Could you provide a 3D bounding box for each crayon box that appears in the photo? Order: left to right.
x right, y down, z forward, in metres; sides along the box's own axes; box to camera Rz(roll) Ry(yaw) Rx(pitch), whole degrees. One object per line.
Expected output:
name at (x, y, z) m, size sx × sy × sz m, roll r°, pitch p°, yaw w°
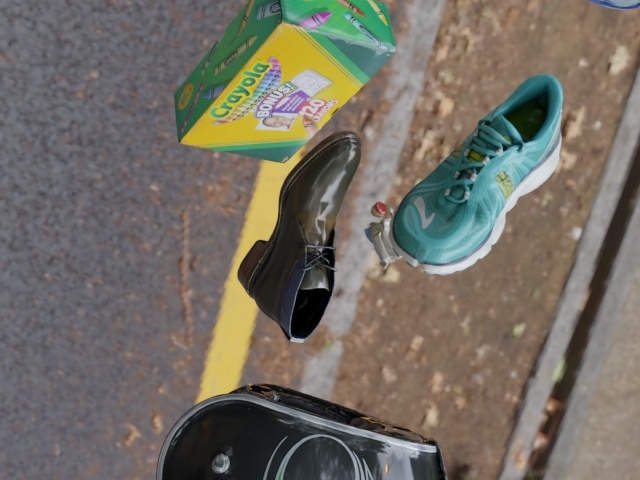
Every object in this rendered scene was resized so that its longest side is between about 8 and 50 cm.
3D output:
crayon box at (-0.052, -0.211, 1.543) m, size 0.165 × 0.081 × 0.278 m, roll 9°, pitch 148°, yaw -31°

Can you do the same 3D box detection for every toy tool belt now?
toy tool belt at (0.082, -0.006, 1.665) m, size 0.052 × 0.083 × 0.051 m, roll -21°, pitch 171°, yaw -48°

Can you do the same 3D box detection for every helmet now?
helmet at (-0.026, 0.158, 0.600) m, size 0.169 × 0.169 × 0.162 m, roll 22°, pitch 83°, yaw -57°

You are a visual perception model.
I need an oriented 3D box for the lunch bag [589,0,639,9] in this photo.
lunch bag at (0.205, -0.282, 1.003) m, size 0.176 × 0.219 × 0.090 m, roll 140°, pitch -27°, yaw -74°

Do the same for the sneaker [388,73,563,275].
sneaker at (0.162, -0.075, 1.239) m, size 0.275 × 0.107 × 0.110 m, roll -48°, pitch 159°, yaw -32°

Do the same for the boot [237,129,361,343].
boot at (0.000, 0.000, 1.230) m, size 0.082 × 0.106 × 0.219 m, roll 4°, pitch 128°, yaw -39°
